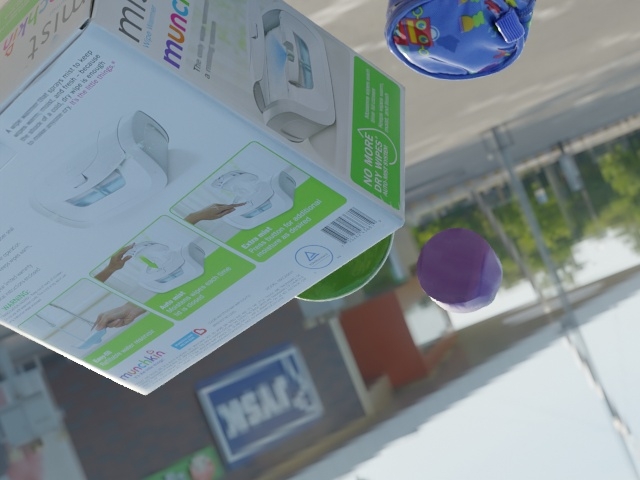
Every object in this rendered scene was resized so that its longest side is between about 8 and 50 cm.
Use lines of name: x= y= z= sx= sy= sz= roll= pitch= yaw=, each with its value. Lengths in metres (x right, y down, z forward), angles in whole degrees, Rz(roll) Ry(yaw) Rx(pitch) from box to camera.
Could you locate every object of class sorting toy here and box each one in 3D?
sorting toy: x=0.000 y=0.000 z=1.240 sx=0.365 sy=0.127 sz=0.126 roll=16 pitch=169 yaw=25

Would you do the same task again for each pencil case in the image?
pencil case: x=0.129 y=-0.293 z=1.210 sx=0.133 sy=0.306 sz=0.119 roll=-9 pitch=150 yaw=27

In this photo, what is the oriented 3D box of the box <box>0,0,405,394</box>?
box: x=-0.118 y=-0.043 z=0.855 sx=0.231 sy=0.127 sz=0.262 roll=31 pitch=133 yaw=-29
